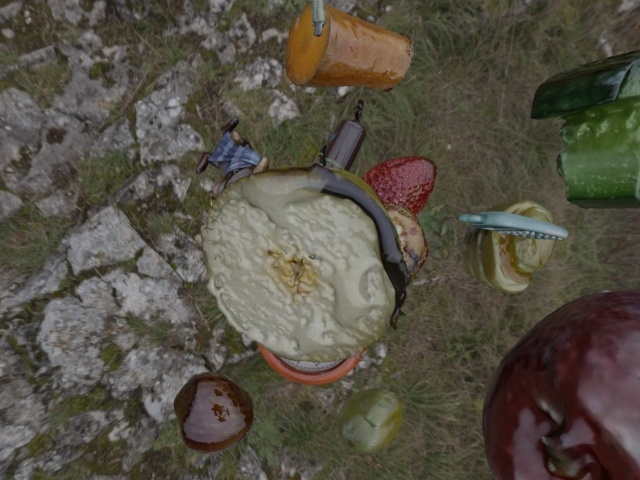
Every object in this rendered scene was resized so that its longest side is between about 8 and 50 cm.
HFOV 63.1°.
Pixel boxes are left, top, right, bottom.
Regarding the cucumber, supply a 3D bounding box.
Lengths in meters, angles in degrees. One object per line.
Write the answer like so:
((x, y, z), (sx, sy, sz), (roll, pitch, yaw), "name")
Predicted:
((0.373, -0.140, 0.653), (0.191, 0.130, 0.191), (-2, 95, -25), "cucumber")

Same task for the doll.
((-0.288, -0.213, 1.725), (0.209, 0.340, 0.318), (-3, 125, -26), "doll")

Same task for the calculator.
((0.511, -0.041, 1.384), (0.295, 0.184, 0.042), (10, 89, -13), "calculator")

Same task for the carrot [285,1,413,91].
((0.069, -0.434, 1.230), (0.254, 0.196, 0.196), (5, 79, -32), "carrot")

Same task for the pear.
((-0.002, 0.001, 0.630), (0.267, 0.267, 0.178), (42, 37, -4), "pear")

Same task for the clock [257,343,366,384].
((-0.015, 0.150, 0.912), (0.205, 0.051, 0.205), (0, 91, 9), "clock")

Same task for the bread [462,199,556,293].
((0.583, 0.009, 1.650), (0.210, 0.341, 0.301), (25, 97, -2), "bread")

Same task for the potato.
((0.136, 0.468, 1.389), (0.157, 0.194, 0.157), (17, 39, -15), "potato")

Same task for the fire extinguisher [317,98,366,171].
((0.052, -0.257, 1.530), (0.105, 0.141, 0.341), (24, 70, 4), "fire extinguisher")

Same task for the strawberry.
((0.281, -0.192, 1.858), (0.238, 0.288, 0.250), (35, 33, -30), "strawberry")

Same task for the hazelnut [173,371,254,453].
((-0.284, 0.449, 1.402), (0.217, 0.234, 0.218), (-8, 116, -17), "hazelnut")

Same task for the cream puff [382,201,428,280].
((0.167, 0.022, 1.387), (0.239, 0.164, 0.240), (-1, 66, 2), "cream puff")

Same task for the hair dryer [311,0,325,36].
((0.003, -0.299, 0.426), (0.067, 0.167, 0.199), (4, 63, -3), "hair dryer")

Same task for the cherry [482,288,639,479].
((0.268, 0.148, 0.440), (0.300, 0.230, 0.203), (-1, 43, -27), "cherry")
